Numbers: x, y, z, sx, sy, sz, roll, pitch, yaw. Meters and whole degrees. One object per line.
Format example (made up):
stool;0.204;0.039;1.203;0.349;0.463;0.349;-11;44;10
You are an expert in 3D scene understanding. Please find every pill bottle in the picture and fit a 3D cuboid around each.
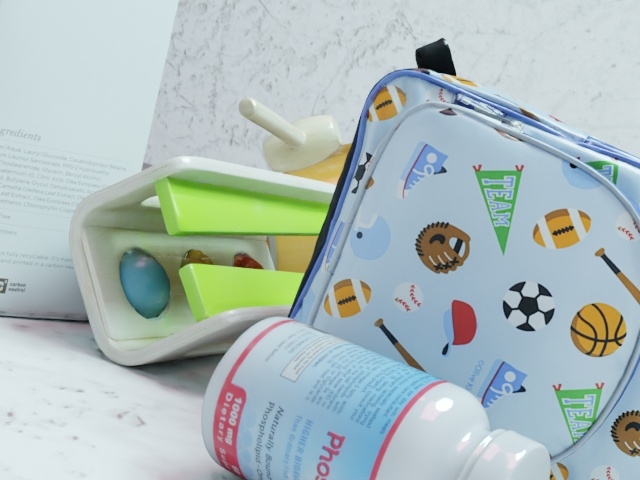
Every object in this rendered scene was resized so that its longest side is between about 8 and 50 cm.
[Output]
pill bottle;0.026;0.101;0.483;0.160;0.087;0.087;18;6;34

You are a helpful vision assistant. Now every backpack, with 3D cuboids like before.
backpack;0.123;0.035;0.624;0.263;0.277;0.213;21;10;5

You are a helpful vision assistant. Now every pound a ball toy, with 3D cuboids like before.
pound a ball toy;-0.074;-0.011;0.820;0.135;0.208;0.319;-23;-11;23

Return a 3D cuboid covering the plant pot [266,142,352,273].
plant pot;0.000;0.000;1.051;0.187;0.205;0.205;-8;17;-32

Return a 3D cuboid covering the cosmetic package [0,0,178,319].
cosmetic package;-0.238;-0.140;0.777;0.155;0.366;0.197;10;8;-44
